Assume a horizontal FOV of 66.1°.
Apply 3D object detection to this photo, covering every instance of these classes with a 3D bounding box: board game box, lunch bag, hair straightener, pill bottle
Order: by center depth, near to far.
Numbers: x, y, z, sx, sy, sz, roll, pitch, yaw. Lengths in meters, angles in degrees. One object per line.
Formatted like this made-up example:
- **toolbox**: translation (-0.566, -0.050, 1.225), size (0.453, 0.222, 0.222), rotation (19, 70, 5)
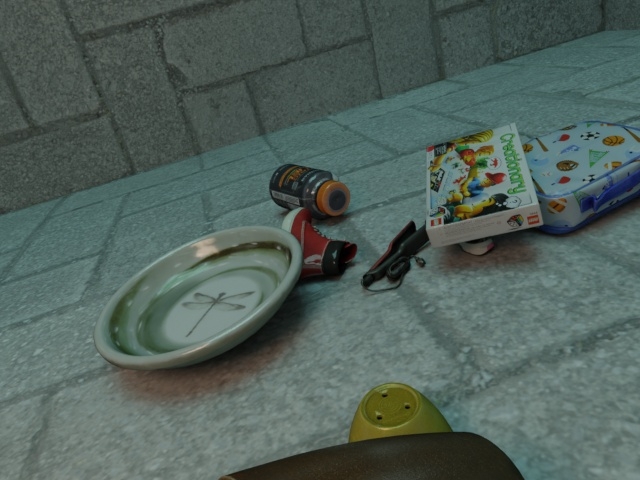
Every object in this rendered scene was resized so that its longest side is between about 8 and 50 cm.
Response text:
- **hair straightener**: translation (0.159, 0.031, 0.968), size (0.089, 0.047, 0.230), rotation (9, 34, 43)
- **board game box**: translation (0.308, -0.117, 0.970), size (0.193, 0.053, 0.305), rotation (-14, 35, 22)
- **lunch bag**: translation (0.516, -0.132, 1.004), size (0.303, 0.115, 0.243), rotation (-28, 32, -9)
- **pill bottle**: translation (-0.026, -0.130, 1.320), size (0.130, 0.130, 0.246), rotation (-28, 28, -26)

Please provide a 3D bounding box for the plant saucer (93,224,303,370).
- **plant saucer**: translation (-0.211, 0.115, 0.923), size (0.401, 0.100, 0.400), rotation (-16, 28, 8)

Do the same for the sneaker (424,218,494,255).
- **sneaker**: translation (0.282, -0.035, 1.003), size (0.072, 0.077, 0.178), rotation (-25, 25, -23)

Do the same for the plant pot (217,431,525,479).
- **plant pot**: translation (0.060, 0.254, 0.404), size (0.230, 0.215, 0.215), rotation (-12, 20, -31)

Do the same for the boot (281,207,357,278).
- **boot**: translation (0.000, 0.000, 1.089), size (0.176, 0.088, 0.244), rotation (-8, 33, 15)

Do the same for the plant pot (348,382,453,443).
- **plant pot**: translation (0.088, 0.219, 0.554), size (0.134, 0.095, 0.134), rotation (-12, 25, 6)
